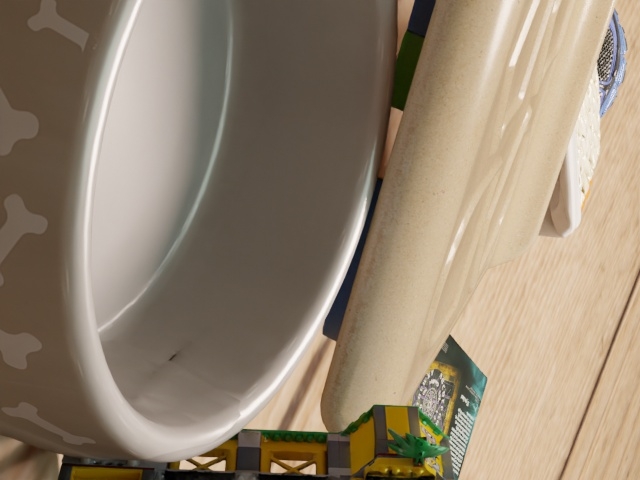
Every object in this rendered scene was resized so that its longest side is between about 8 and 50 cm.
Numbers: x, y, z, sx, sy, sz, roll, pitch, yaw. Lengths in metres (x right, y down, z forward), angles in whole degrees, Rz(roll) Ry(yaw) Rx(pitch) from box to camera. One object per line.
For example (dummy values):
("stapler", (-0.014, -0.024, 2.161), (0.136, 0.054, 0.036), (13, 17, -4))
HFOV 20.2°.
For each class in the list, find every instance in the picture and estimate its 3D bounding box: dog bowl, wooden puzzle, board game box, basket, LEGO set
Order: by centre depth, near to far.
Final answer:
("dog bowl", (-0.070, -0.055, 0.847), (0.349, 0.102, 0.348), (-45, 143, -49))
("LEGO set", (-0.041, 0.246, 0.906), (0.192, 0.255, 0.331), (-91, -167, -67))
("wooden puzzle", (0.093, -0.079, 1.110), (0.348, 0.080, 0.322), (-40, 149, -61))
("basket", (0.147, -0.100, 1.355), (0.103, 0.113, 0.167), (-60, 150, -44))
("board game box", (0.082, 0.137, 1.412), (0.186, 0.026, 0.126), (48, 57, -61))

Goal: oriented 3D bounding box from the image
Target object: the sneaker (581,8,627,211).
("sneaker", (0.197, -0.118, 1.499), (0.087, 0.083, 0.221), (15, 83, -58))
